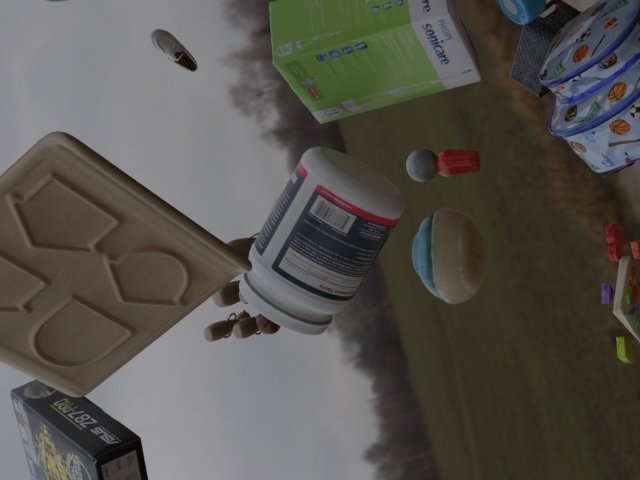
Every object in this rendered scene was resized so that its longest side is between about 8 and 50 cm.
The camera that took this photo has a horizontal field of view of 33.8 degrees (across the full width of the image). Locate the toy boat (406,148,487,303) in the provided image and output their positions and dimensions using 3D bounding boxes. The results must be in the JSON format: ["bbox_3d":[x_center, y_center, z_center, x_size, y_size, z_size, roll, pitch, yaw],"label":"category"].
[{"bbox_3d":[0.245,-0.031,2.104,0.267,0.148,0.318,28,-119,-67],"label":"toy boat"}]

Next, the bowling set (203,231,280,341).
[{"bbox_3d":[-0.129,0.141,2.317,0.200,0.154,0.287,39,129,31],"label":"bowling set"}]

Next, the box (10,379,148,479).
[{"bbox_3d":[-0.387,0.459,1.799,0.318,0.097,0.394,23,127,49],"label":"box"}]

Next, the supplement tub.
[{"bbox_3d":[0.000,0.000,1.748,0.191,0.272,0.191,28,-164,-9],"label":"supplement tub"}]

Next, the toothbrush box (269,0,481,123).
[{"bbox_3d":[0.088,-0.312,1.663,0.206,0.283,0.122,44,-142,-59],"label":"toothbrush box"}]

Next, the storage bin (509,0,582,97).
[{"bbox_3d":[0.488,-0.412,2.254,0.084,0.122,0.180,40,151,22],"label":"storage bin"}]

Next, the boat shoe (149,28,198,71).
[{"bbox_3d":[-0.240,-0.311,1.739,0.100,0.035,0.035,41,-177,-42],"label":"boat shoe"}]

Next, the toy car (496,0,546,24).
[{"bbox_3d":[0.294,-0.469,1.590,0.210,0.219,0.238,52,171,-28],"label":"toy car"}]

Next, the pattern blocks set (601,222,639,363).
[{"bbox_3d":[0.682,0.127,2.295,0.325,0.026,0.285,28,-114,-51],"label":"pattern blocks set"}]

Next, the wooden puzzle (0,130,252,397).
[{"bbox_3d":[-0.312,0.033,1.297,0.322,0.348,0.080,38,-154,-39],"label":"wooden puzzle"}]

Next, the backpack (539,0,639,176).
[{"bbox_3d":[0.452,-0.236,1.541,0.276,0.213,0.263,-38,26,52],"label":"backpack"}]
